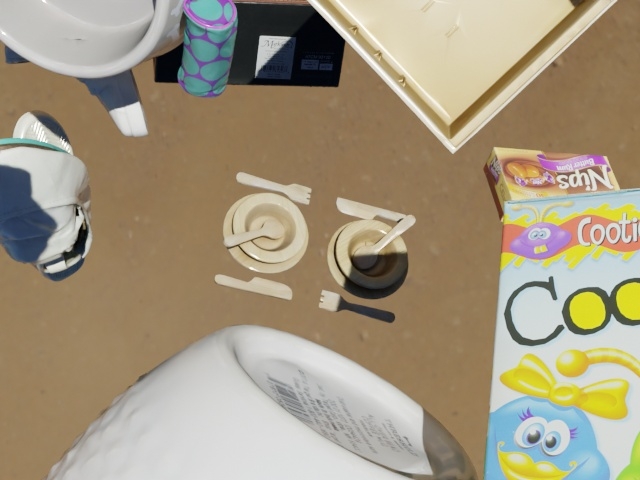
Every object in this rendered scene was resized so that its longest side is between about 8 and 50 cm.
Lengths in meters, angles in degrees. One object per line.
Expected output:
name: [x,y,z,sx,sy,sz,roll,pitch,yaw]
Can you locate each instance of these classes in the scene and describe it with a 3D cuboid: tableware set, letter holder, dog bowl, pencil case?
tableware set: [0.000,0.000,1.108,0.194,0.128,0.039,14,154,-9]
letter holder: [-0.124,-0.372,1.829,0.302,0.214,0.152,0,128,-11]
dog bowl: [-0.306,-0.356,1.368,0.349,0.102,0.348,12,129,15]
pencil case: [-0.139,-0.239,1.352,0.064,0.070,0.151,-28,160,-23]

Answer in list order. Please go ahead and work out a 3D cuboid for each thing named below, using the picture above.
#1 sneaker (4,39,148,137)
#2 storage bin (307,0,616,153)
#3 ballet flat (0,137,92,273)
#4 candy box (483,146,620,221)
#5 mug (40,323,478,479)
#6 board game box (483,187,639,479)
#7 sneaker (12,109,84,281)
sneaker: [-0.373,-0.268,1.639,0.169,0.108,0.292,-22,97,-7]
storage bin: [0.150,-0.286,1.215,0.260,0.123,0.262,-43,96,13]
ballet flat: [-0.329,-0.029,1.321,0.139,0.139,0.400,-8,176,-4]
candy box: [0.341,-0.075,1.615,0.187,0.109,0.053,3,138,-15]
mug: [-0.056,0.241,0.599,0.276,0.374,0.328,27,100,-12]
board game box: [0.169,0.118,0.587,0.142,0.275,0.144,-5,136,19]
sneaker: [-0.547,-0.092,2.101,0.131,0.148,0.350,-27,130,-39]
